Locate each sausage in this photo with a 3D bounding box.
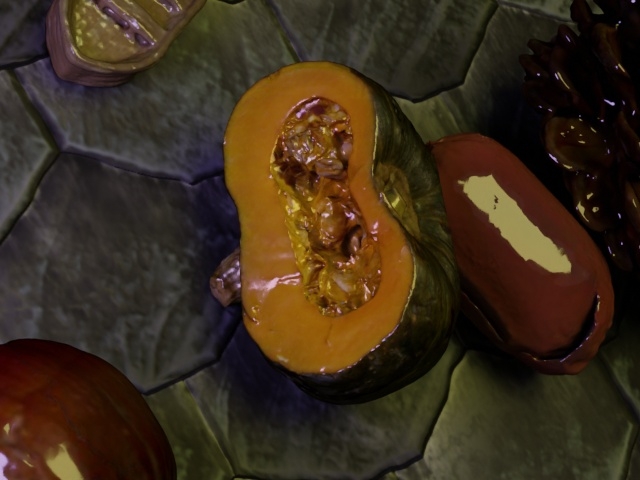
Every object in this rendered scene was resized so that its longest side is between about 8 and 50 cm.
[{"bbox_3d":[0.187,0.013,1.850,0.279,0.152,0.152,49,47,-5],"label":"sausage"}]

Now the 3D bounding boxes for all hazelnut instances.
[{"bbox_3d":[-0.214,0.180,1.415,0.229,0.229,0.229,18,56,-28],"label":"hazelnut"}]

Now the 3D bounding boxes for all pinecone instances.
[{"bbox_3d":[0.406,-0.125,1.925,0.398,0.398,0.397,18,56,-28],"label":"pinecone"}]

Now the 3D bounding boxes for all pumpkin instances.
[{"bbox_3d":[0.000,0.000,1.696,0.139,0.222,0.317,24,49,-59],"label":"pumpkin"}]

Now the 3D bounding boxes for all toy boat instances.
[{"bbox_3d":[-0.198,-0.213,1.749,0.116,0.061,0.188,45,47,-10],"label":"toy boat"}]
